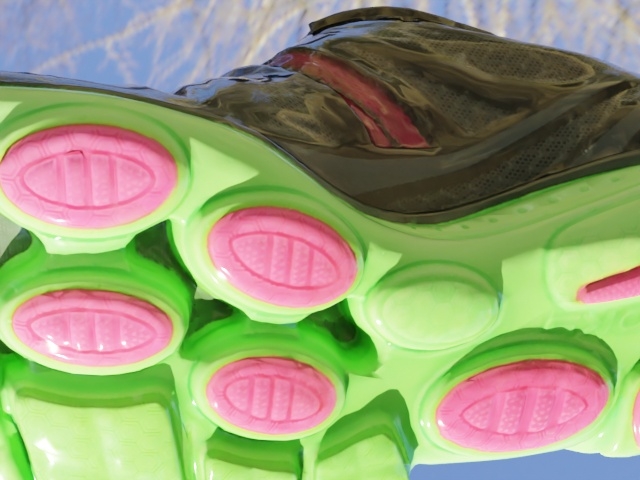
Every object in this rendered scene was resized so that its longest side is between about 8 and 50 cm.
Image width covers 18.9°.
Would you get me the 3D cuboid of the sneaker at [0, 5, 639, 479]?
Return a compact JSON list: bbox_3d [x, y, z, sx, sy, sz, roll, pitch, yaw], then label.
[{"bbox_3d":[0.000,0.000,0.821,0.483,0.185,0.202,3,-156,-27],"label":"sneaker"}]
